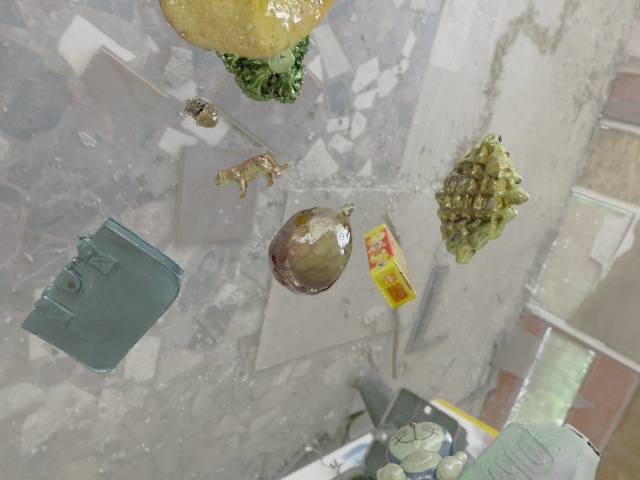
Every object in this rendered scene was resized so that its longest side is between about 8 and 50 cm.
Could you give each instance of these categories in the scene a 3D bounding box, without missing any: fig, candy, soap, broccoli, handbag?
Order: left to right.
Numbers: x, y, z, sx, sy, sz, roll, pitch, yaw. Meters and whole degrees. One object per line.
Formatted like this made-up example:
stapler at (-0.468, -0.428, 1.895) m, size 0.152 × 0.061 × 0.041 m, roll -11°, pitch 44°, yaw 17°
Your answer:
handbag at (-0.350, 0.091, 0.774) m, size 0.179 × 0.062 × 0.229 m, roll 40°, pitch 100°, yaw -22°
broccoli at (-0.146, -0.501, 1.301) m, size 0.269 × 0.269 × 0.254 m, roll -13°, pitch 116°, yaw -37°
fig at (0.000, 0.000, 0.624) m, size 0.155 × 0.109 × 0.103 m, roll -46°, pitch 121°, yaw -20°
candy at (0.212, 0.072, 1.495) m, size 0.088 × 0.276 × 0.146 m, roll -30°, pitch 115°, yaw 15°
soap at (0.566, 0.699, 1.345) m, size 0.446 × 0.261 × 0.156 m, roll -46°, pitch 117°, yaw -2°

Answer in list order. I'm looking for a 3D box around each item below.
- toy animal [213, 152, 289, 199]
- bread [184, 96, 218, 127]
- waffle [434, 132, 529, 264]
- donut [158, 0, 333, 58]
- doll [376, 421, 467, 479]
toy animal at (-0.195, -0.184, 1.326) m, size 0.241 × 0.099 × 0.057 m, roll -22°, pitch 168°, yaw 21°
bread at (-0.321, -0.355, 1.325) m, size 0.082 × 0.113 × 0.060 m, roll -1°, pitch 124°, yaw -46°
waffle at (0.283, -0.079, 0.901) m, size 0.054 × 0.223 × 0.204 m, roll 14°, pitch 135°, yaw -17°
donut at (-0.085, -0.473, 0.776) m, size 0.378 × 0.163 × 0.435 m, roll -65°, pitch 166°, yaw 6°
doll at (0.259, 0.560, 1.224) m, size 0.228 × 0.258 × 0.154 m, roll -19°, pitch 103°, yaw 11°
